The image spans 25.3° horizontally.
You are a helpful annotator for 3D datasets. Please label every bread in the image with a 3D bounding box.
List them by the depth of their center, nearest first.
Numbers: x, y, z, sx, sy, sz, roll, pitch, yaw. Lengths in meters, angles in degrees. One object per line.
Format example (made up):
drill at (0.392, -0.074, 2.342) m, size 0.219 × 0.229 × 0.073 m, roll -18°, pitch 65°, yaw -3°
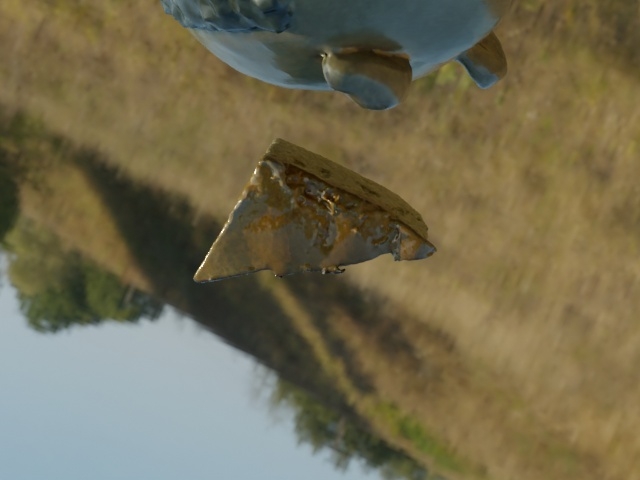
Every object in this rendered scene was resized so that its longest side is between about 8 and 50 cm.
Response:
bread at (0.000, 0.000, 0.782) m, size 0.109 × 0.080 × 0.084 m, roll 26°, pitch -163°, yaw -6°

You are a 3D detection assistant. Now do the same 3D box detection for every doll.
doll at (0.027, -0.243, 0.696) m, size 0.247 × 0.349 × 0.247 m, roll 1°, pitch -166°, yaw 0°
